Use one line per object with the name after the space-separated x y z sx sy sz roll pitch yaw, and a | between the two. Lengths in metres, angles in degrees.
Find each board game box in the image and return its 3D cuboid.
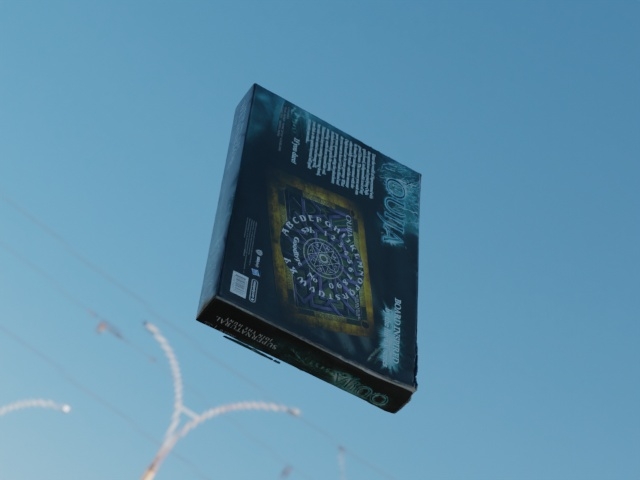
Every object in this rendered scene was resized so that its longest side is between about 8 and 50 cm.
0.000 0.000 0.769 0.126 0.186 0.026 28 -51 -18 | board game box
